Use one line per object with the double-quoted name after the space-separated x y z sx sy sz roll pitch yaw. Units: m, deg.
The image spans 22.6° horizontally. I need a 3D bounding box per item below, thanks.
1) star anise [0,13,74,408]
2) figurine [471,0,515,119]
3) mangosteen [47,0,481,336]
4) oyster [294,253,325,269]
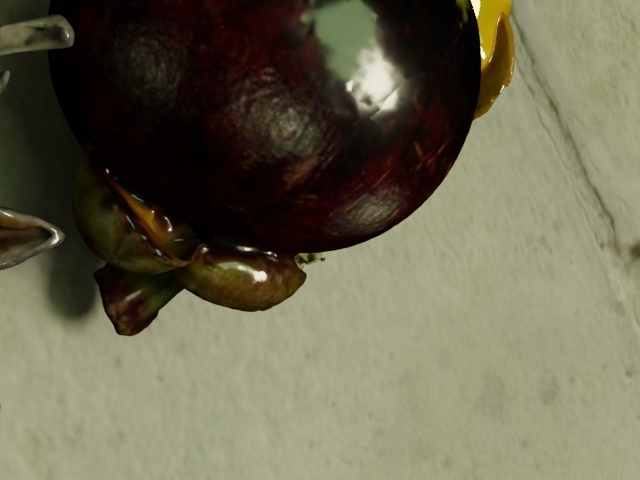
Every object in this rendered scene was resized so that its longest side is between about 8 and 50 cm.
-0.214 -0.014 0.714 0.230 0.081 0.262 45 64 -15 "star anise"
0.050 -0.177 0.993 0.156 0.131 0.246 17 56 -56 "figurine"
-0.041 -0.070 0.819 0.228 0.228 0.265 26 91 -36 "mangosteen"
0.000 0.000 0.928 0.083 0.080 0.038 -19 119 -12 "oyster"
